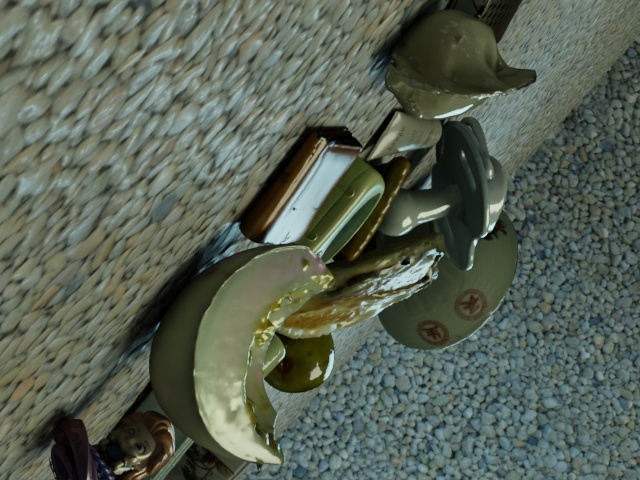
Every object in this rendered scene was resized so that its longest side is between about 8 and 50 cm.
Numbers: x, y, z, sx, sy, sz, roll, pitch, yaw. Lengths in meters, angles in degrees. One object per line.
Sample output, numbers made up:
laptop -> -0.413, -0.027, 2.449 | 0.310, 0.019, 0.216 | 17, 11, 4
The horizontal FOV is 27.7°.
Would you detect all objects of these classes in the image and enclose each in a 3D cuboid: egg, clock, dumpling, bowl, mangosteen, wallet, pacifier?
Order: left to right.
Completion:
egg -> -0.120, 0.128, 1.571 | 0.206, 0.161, 0.271 | 10, 87, -43
wallet -> -0.023, -0.069, 1.610 | 0.161, 0.042, 0.195 | -56, 168, 13
clock -> 0.017, -0.035, 1.834 | 0.170, 0.069, 0.232 | -50, 172, 1
mangosteen -> 0.050, 0.004, 2.138 | 0.081, 0.081, 0.081 | -48, 171, -10
bowl -> 0.203, 0.031, 2.531 | 0.337, 0.337, 0.157 | -50, 132, 5
pacifier -> 0.194, -0.075, 2.260 | 0.233, 0.244, 0.299 | -14, 154, -14
dumpling -> 0.180, -0.210, 1.598 | 0.247, 0.172, 0.142 | -28, 132, -60

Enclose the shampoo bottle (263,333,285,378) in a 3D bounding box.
shampoo bottle -> -0.133, 0.210, 2.076 | 0.162, 0.079, 0.079 | -45, 170, -23

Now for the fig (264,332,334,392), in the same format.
fig -> -0.033, 0.193, 2.282 | 0.148, 0.142, 0.186 | -24, 172, 32

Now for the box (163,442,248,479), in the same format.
box -> -0.215, 0.352, 2.043 | 0.233, 0.149, 0.067 | -43, 166, -37

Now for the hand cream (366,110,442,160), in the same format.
hand cream -> 0.129, -0.160, 1.931 | 0.087, 0.054, 0.186 | -58, 162, 22

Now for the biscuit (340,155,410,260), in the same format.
biscuit -> 0.077, -0.050, 1.986 | 0.174, 0.039, 0.183 | -61, -176, 0

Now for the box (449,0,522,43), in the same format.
box -> 0.225, -0.318, 1.746 | 0.180, 0.047, 0.325 | -46, 171, -26

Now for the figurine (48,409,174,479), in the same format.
figurine -> -0.248, 0.257, 1.534 | 0.157, 0.126, 0.114 | -7, 133, -47

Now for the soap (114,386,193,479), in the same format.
soap -> -0.234, 0.278, 1.848 | 0.230, 0.091, 0.145 | -51, 174, 8

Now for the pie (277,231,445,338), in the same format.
pie -> 0.060, 0.071, 2.086 | 0.339, 0.077, 0.339 | -22, 168, -5
